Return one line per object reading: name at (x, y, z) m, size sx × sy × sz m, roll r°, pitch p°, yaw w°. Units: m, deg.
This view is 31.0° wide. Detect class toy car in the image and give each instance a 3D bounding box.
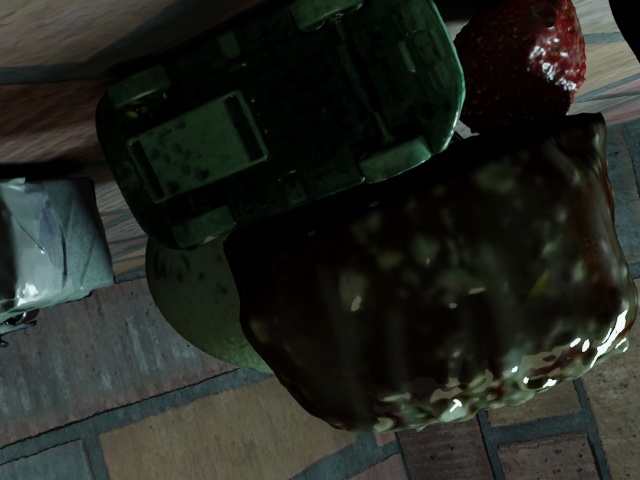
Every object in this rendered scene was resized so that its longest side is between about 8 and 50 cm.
toy car at (-0.024, -0.097, 0.839) m, size 0.305 × 0.136 × 0.125 m, roll -20°, pitch -171°, yaw 33°

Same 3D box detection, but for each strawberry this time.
strawberry at (0.174, -0.152, 0.974) m, size 0.131 × 0.131 × 0.148 m, roll -15°, pitch 175°, yaw -26°

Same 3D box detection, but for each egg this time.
egg at (0.000, 0.000, 1.215) m, size 0.379 × 0.288 × 0.287 m, roll -15°, pitch 178°, yaw 20°

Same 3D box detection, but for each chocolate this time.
chocolate at (0.104, 0.045, 0.944) m, size 0.340 × 0.210 × 0.225 m, roll -19°, pitch 176°, yaw 6°

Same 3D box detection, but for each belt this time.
belt at (-0.314, 0.022, 1.109) m, size 0.184 × 0.164 × 0.289 m, roll -8°, pitch 179°, yaw 17°

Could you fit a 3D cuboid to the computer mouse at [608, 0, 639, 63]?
computer mouse at (0.264, -0.175, 0.842) m, size 0.096 × 0.137 × 0.233 m, roll -22°, pitch 177°, yaw 22°
